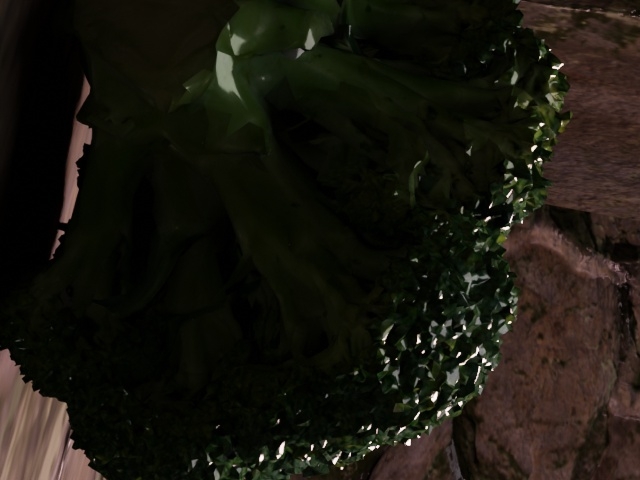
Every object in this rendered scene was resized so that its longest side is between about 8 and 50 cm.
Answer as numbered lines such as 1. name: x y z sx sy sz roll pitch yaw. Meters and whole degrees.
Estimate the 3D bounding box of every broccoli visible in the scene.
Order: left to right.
1. broccoli: -0.013 -0.011 0.532 0.195 0.195 0.156 -78 158 -50
